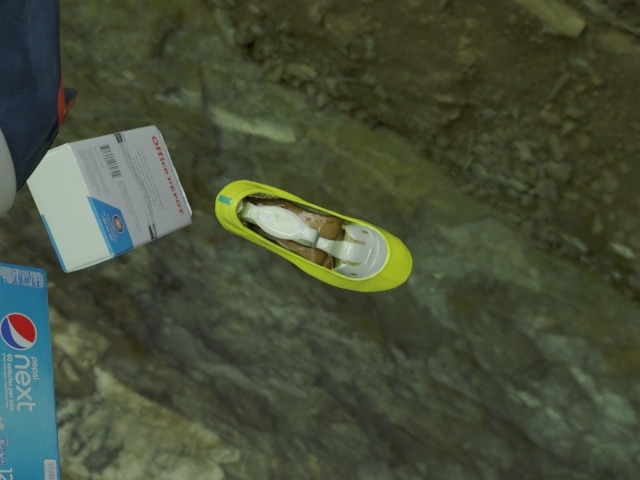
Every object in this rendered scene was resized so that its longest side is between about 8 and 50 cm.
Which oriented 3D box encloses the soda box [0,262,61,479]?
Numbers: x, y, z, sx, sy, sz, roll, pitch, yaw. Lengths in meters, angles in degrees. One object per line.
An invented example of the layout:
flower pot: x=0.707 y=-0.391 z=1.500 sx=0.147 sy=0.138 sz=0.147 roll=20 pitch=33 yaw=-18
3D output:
soda box: x=-0.283 y=0.127 z=0.820 sx=0.067 sy=0.071 sz=0.210 roll=14 pitch=-125 yaw=-43

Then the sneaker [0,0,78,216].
sneaker: x=-0.210 y=-0.177 z=0.461 sx=0.131 sy=0.148 sz=0.350 roll=13 pitch=134 yaw=17

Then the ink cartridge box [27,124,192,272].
ink cartridge box: x=-0.255 y=-0.056 z=1.135 sx=0.139 sy=0.082 sz=0.191 roll=69 pitch=-157 yaw=-5

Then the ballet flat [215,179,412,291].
ballet flat: x=0.000 y=0.000 z=0.962 sx=0.231 sy=0.077 sz=0.077 roll=22 pitch=176 yaw=-15
